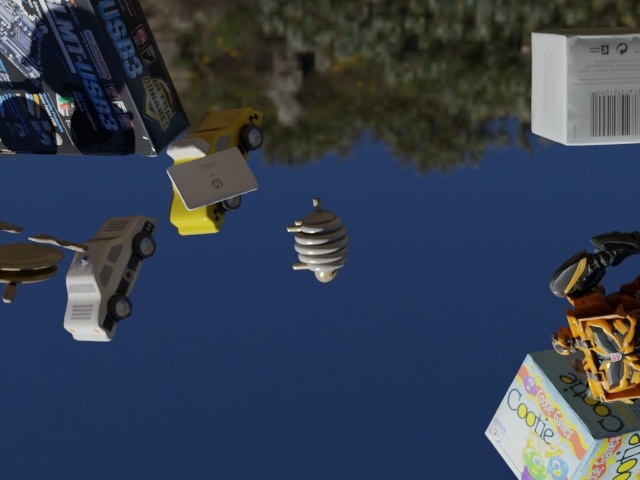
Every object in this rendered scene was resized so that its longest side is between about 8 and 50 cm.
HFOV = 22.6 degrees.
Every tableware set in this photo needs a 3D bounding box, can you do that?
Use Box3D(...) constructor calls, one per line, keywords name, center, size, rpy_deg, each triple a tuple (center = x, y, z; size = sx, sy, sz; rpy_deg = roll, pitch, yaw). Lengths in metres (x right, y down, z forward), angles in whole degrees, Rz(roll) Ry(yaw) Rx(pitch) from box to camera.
Box3D(name="tableware set", center=(-0.343, 0.020, 1.638), size=(0.194, 0.039, 0.128), rpy_deg=(14, -160, 39))

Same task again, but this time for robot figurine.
Box3D(name="robot figurine", center=(0.372, 0.073, 1.583), size=(0.291, 0.211, 0.085), rpy_deg=(-16, -153, 14))

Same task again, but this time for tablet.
Box3D(name="tablet", center=(-0.110, -0.064, 1.640), size=(0.083, 0.006, 0.054), rpy_deg=(-19, -113, -25))

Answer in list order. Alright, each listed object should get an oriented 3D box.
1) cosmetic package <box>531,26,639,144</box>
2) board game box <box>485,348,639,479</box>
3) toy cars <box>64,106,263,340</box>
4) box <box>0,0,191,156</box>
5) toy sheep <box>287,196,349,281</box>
Box3D(name="cosmetic package", center=(0.386, -0.217, 2.213), size=(0.151, 0.151, 0.183), rpy_deg=(-3, -170, -7))
Box3D(name="board game box", center=(0.365, 0.214, 1.937), size=(0.275, 0.142, 0.144), rpy_deg=(-6, -135, -34))
Box3D(name="toy cars", center=(-0.226, -0.034, 2.134), size=(0.087, 0.393, 0.176), rpy_deg=(37, -166, -37))
Box3D(name="box", center=(-0.306, -0.224, 1.623), size=(0.293, 0.295, 0.073), rpy_deg=(1, -144, 37))
Box3D(name="toy sheep", center=(0.000, 0.000, 2.391), size=(0.091, 0.132, 0.091), rpy_deg=(-9, -161, 3))
